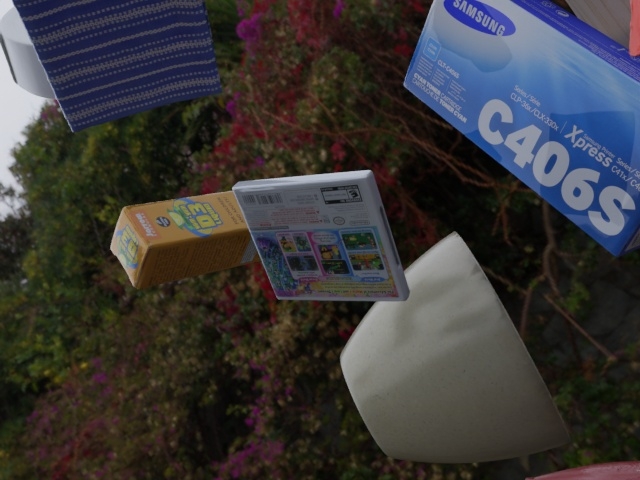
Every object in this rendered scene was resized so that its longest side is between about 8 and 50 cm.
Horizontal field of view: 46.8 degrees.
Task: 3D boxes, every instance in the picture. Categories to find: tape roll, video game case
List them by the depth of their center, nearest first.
[{"bbox_3d":[0.000,0.000,0.746,0.019,0.157,0.143,-53,-49,-47],"label":"video game case"},{"bbox_3d":[-0.398,-0.352,1.280,0.286,0.286,0.100,-27,-45,-25],"label":"tape roll"}]

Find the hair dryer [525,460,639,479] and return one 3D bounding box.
[{"bbox_3d":[0.372,0.354,0.852,0.223,0.294,0.080,-64,-12,26],"label":"hair dryer"}]

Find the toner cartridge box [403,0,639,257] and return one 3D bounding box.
[{"bbox_3d":[0.251,-0.156,0.820,0.075,0.348,0.165,-15,-41,-37],"label":"toner cartridge box"}]

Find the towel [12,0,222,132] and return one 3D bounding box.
[{"bbox_3d":[-0.268,-0.292,1.000,0.243,0.040,0.336,-18,-33,-10],"label":"towel"}]

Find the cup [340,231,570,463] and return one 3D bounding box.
[{"bbox_3d":[0.169,0.185,1.067,0.237,0.331,0.331,-27,-28,6],"label":"cup"}]

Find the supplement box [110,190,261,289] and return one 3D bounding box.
[{"bbox_3d":[-0.145,-0.009,0.962,0.233,0.078,0.080,-15,-36,-39],"label":"supplement box"}]

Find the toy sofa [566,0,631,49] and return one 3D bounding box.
[{"bbox_3d":[0.330,-0.378,0.817,0.150,0.362,0.177,-46,14,-10],"label":"toy sofa"}]

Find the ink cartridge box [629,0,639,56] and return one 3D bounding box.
[{"bbox_3d":[0.243,-0.282,0.349,0.091,0.308,0.385,2,0,-14],"label":"ink cartridge box"}]
